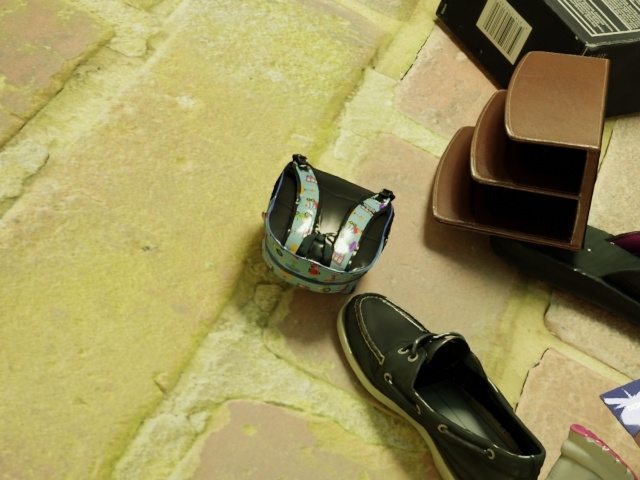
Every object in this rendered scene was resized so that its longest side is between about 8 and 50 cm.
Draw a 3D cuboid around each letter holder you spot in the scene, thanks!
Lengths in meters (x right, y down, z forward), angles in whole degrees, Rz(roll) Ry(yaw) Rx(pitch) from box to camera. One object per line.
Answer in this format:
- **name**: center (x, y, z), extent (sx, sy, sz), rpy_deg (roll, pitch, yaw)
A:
- **letter holder**: center (0.272, -0.138, 2.030), extent (0.214, 0.152, 0.302), rpy_deg (10, 30, 9)

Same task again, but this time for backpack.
- **backpack**: center (0.000, 0.000, 1.814), extent (0.158, 0.117, 0.173), rpy_deg (22, 38, -3)

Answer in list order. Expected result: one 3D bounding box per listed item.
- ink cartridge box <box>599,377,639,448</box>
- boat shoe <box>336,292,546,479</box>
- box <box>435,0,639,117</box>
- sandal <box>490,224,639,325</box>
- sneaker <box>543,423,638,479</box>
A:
- **ink cartridge box**: center (0.520, 0.213, 1.650), extent (0.303, 0.072, 0.307), rpy_deg (-20, 52, -16)
- **boat shoe**: center (0.140, 0.163, 1.701), extent (0.127, 0.113, 0.340), rpy_deg (-7, 48, -32)
- **box**: center (0.398, -0.345, 2.360), extent (0.294, 0.183, 0.296), rpy_deg (-12, 52, -35)
- **sandal**: center (0.448, 0.040, 1.988), extent (0.445, 0.107, 0.167), rpy_deg (20, 32, -3)
- **sneaker**: center (0.337, 0.320, 1.643), extent (0.252, 0.111, 0.103), rpy_deg (42, 2, -4)
